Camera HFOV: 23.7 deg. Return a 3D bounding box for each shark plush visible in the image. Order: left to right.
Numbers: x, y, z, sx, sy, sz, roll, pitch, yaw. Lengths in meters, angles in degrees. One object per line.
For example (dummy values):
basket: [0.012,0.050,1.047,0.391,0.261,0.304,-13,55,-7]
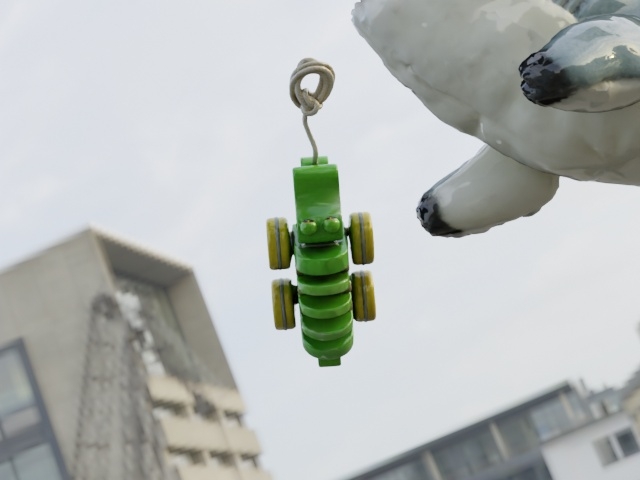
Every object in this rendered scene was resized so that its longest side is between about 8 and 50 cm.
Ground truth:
shark plush: [0.086,-0.052,0.345,0.161,0.067,0.073,-7,-23,-7]

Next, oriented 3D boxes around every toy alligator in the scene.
toy alligator: [0.000,0.000,0.803,0.056,0.051,0.189,-4,-58,-2]
